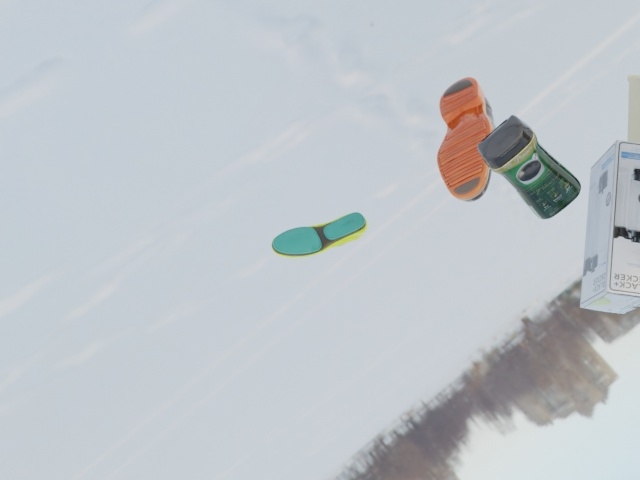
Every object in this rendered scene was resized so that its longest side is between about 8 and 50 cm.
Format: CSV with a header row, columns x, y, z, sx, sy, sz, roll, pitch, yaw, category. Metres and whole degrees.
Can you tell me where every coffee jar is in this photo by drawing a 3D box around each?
x,y,z,sx,sy,sz,roll,pitch,yaw,category
0.353,-0.125,1.450,0.096,0.184,0.079,-41,-152,16,coffee jar

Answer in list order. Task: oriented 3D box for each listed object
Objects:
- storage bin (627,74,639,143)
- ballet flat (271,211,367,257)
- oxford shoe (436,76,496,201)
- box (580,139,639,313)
x,y,z,sx,sy,sz,roll,pitch,yaw,category
0.788,-0.224,1.798,0.261,0.262,0.123,-1,-176,-11,storage bin
0.000,0.000,1.952,0.231,0.077,0.077,-18,155,-11,ballet flat
0.334,-0.198,1.810,0.130,0.133,0.363,-23,-143,30,oxford shoe
0.557,-0.021,1.582,0.169,0.087,0.289,88,10,-77,box
